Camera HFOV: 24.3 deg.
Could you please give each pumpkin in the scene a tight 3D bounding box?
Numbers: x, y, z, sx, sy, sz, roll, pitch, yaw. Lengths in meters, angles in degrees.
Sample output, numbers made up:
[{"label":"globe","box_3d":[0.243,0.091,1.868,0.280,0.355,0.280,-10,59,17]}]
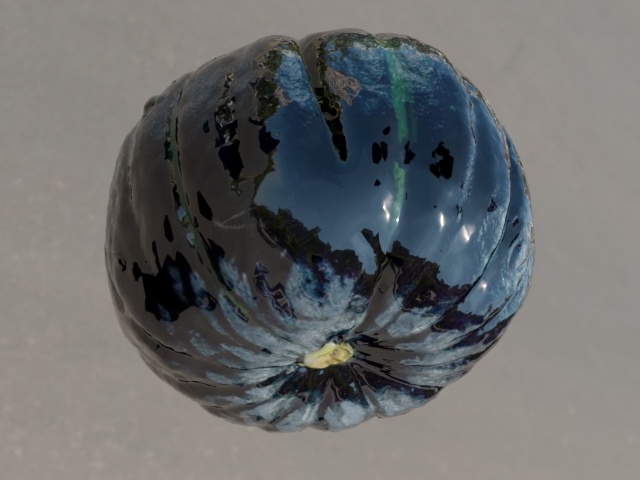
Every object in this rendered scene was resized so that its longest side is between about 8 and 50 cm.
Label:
[{"label":"pumpkin","box_3d":[0.000,0.000,1.230,0.363,0.363,0.266,37,32,-41]}]
